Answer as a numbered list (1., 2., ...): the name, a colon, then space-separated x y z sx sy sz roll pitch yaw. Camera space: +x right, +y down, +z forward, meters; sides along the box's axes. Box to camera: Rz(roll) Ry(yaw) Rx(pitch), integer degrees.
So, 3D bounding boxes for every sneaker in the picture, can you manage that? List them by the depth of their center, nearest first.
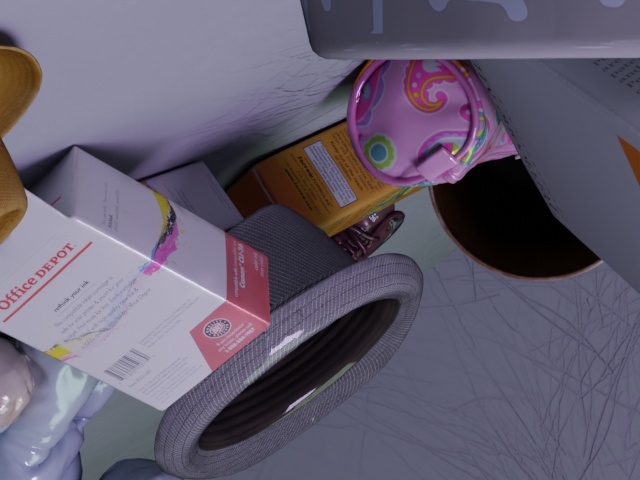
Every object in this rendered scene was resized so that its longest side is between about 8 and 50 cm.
1. sneaker: 0.000 0.000 1.677 0.162 0.106 0.281 -41 -179 15

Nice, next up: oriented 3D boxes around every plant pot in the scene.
1. plant pot: 0.219 -0.088 1.699 0.215 0.215 0.230 -35 -174 11

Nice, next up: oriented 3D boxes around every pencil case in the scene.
1. pencil case: 0.129 -0.114 1.387 0.124 0.124 0.284 -38 170 26

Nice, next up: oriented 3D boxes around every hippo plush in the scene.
1. hippo plush: -0.234 0.208 1.419 0.294 0.236 0.234 -32 172 -16

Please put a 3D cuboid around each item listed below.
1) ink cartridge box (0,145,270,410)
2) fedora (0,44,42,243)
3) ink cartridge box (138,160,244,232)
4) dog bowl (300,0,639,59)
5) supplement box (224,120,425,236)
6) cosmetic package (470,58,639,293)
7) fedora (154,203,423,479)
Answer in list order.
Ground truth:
1. ink cartridge box: -0.143 0.018 1.056 0.198 0.067 0.115 31 125 -31
2. fedora: -0.203 -0.015 0.789 0.194 0.079 0.194 -33 172 -5
3. ink cartridge box: -0.153 0.012 1.203 0.104 0.061 0.181 -41 170 37
4. dog bowl: 0.148 -0.132 0.750 0.348 0.102 0.349 0 -173 0
5. supplement box: 0.023 -0.057 1.454 0.233 0.080 0.078 -30 174 -40
6. cosmetic package: 0.253 -0.060 1.052 0.161 0.230 0.453 -33 -154 -1
7. fedora: -0.047 0.062 1.255 0.243 0.124 0.275 -38 164 -1
